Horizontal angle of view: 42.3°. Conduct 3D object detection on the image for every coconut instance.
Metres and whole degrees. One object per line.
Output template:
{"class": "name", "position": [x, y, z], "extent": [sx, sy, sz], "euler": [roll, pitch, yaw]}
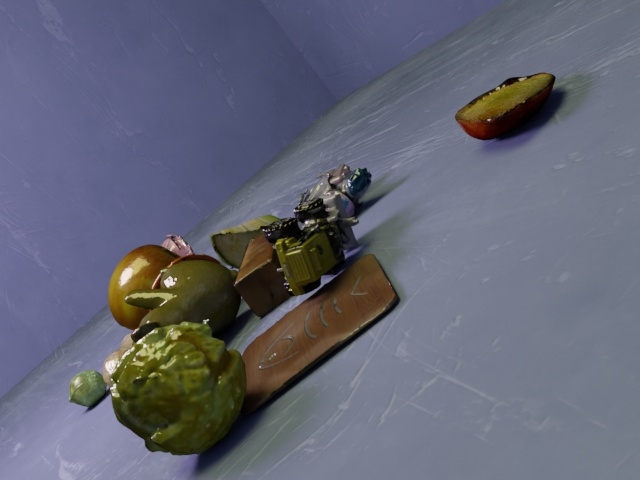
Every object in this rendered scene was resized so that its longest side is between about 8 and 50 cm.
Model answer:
{"class": "coconut", "position": [-0.556, 0.353, 1.966], "extent": [0.096, 0.088, 0.088], "euler": [-36, 11, -13]}

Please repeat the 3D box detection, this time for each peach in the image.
{"class": "peach", "position": [0.338, -0.231, 1.479], "extent": [0.189, 0.068, 0.279], "euler": [-25, 14, 22]}

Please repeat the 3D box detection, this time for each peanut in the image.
{"class": "peanut", "position": [-0.440, 0.273, 1.900], "extent": [0.087, 0.087, 0.207], "euler": [-35, 13, 19]}

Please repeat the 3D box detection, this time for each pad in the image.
{"class": "pad", "position": [-0.013, 0.135, 1.276], "extent": [0.284, 0.018, 0.286], "euler": [-37, 11, 4]}

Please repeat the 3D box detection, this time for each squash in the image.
{"class": "squash", "position": [-0.184, 0.008, 2.037], "extent": [0.203, 0.111, 0.288], "euler": [-9, 9, -15]}

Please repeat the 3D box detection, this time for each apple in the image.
{"class": "apple", "position": [-0.394, 0.125, 1.994], "extent": [0.207, 0.237, 0.237], "euler": [-62, 11, 4]}

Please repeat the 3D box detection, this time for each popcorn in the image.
{"class": "popcorn", "position": [-0.202, 0.203, 1.174], "extent": [0.198, 0.198, 0.212], "euler": [-42, 6, -14]}

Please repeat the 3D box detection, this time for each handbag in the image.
{"class": "handbag", "position": [-0.422, 0.081, 2.368], "extent": [0.116, 0.179, 0.205], "euler": [-36, 11, -21]}

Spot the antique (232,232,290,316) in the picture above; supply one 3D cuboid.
{"class": "antique", "position": [-0.106, 0.053, 1.708], "extent": [0.093, 0.087, 0.310], "euler": [-35, 11, 8]}

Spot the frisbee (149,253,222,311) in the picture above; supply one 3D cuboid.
{"class": "frisbee", "position": [-0.287, 0.115, 1.796], "extent": [0.192, 0.192, 0.035], "euler": [-42, 39, -15]}

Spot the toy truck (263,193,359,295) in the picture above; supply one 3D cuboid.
{"class": "toy truck", "position": [0.000, 0.000, 1.452], "extent": [0.111, 0.136, 0.286], "euler": [-12, 15, 26]}

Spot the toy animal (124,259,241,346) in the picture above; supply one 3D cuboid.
{"class": "toy animal", "position": [-0.292, 0.174, 1.585], "extent": [0.180, 0.181, 0.363], "euler": [-14, 21, 35]}

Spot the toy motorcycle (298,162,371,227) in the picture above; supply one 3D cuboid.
{"class": "toy motorcycle", "position": [0.047, -0.105, 1.811], "extent": [0.204, 0.108, 0.239], "euler": [-37, 36, 34]}
